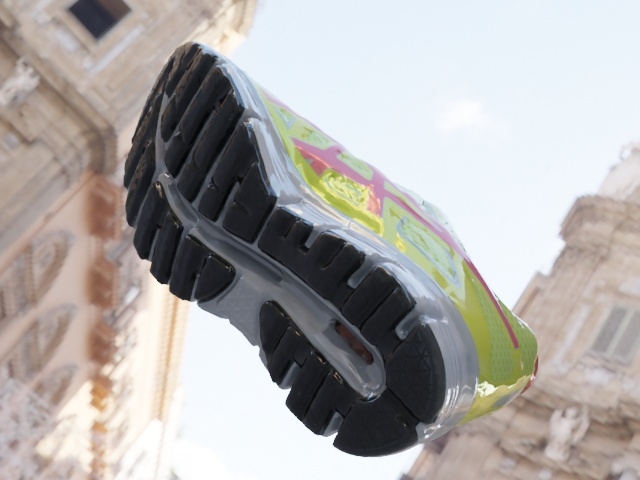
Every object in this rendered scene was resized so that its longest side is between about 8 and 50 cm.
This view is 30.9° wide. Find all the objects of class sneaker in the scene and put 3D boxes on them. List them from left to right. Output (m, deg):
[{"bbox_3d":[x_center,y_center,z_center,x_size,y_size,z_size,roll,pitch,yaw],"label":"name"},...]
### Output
[{"bbox_3d":[0.000,0.000,0.435,0.208,0.094,0.081,51,-58,35],"label":"sneaker"}]
